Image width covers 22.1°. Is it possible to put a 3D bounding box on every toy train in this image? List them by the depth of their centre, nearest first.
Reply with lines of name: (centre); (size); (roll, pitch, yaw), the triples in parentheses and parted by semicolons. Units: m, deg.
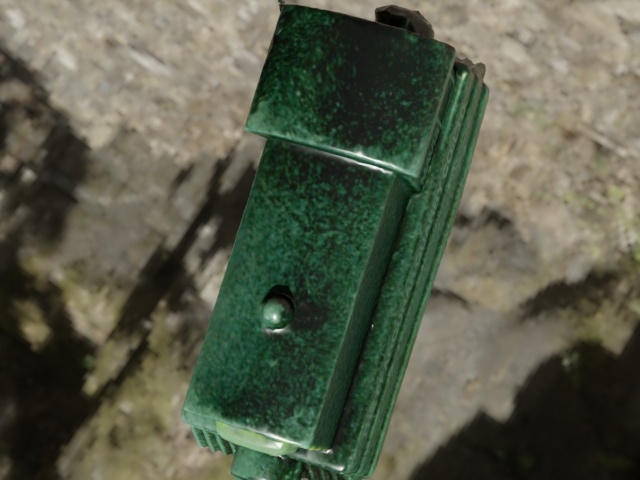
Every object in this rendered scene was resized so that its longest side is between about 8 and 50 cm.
toy train: (0.000, 0.000, 1.031); (0.138, 0.330, 0.178); (16, 175, 12)
